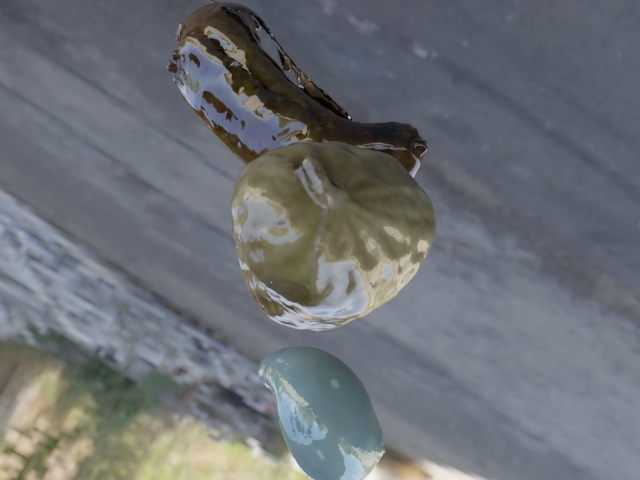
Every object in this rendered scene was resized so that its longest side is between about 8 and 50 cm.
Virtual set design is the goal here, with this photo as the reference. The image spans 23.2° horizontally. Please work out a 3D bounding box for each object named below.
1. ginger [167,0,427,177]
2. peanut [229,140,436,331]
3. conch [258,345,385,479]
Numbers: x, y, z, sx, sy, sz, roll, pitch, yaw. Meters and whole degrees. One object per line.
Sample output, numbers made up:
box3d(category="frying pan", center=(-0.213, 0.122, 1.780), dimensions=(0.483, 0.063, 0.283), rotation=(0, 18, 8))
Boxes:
box3d(category="ginger", center=(-0.044, -0.126, 1.443), dimensions=(0.309, 0.133, 0.107), rotation=(47, 133, 34))
box3d(category="peanut", center=(0.009, 0.000, 1.238), dimensions=(0.159, 0.143, 0.291), rotation=(2, 170, -1))
box3d(category="conch", center=(0.007, 0.223, 2.065), dimensions=(0.221, 0.121, 0.185), rotation=(64, -176, 32))
